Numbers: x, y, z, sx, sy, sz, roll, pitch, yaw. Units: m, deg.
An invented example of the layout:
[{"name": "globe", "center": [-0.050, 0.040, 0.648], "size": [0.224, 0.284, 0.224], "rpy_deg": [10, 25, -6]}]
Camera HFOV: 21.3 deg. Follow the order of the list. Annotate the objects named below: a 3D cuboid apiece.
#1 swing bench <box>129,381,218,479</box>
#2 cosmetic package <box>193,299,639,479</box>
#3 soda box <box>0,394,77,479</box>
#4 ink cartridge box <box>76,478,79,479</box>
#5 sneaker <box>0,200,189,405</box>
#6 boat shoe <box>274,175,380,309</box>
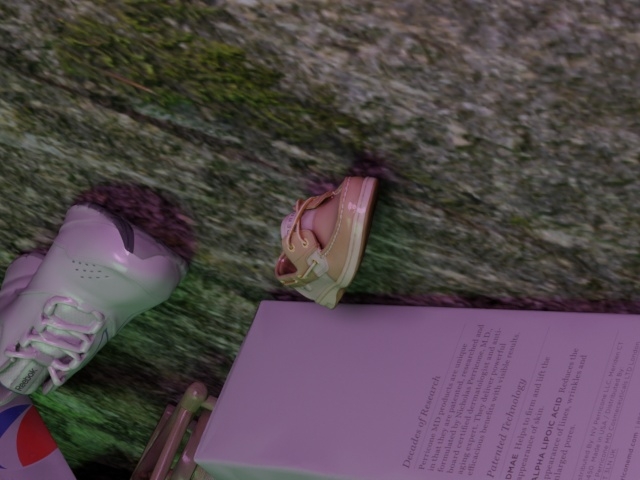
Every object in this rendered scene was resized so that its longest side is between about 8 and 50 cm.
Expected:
[{"name": "swing bench", "center": [-0.053, 0.265, 1.580], "size": [0.253, 0.165, 0.254], "rpy_deg": [26, 165, -6]}, {"name": "cosmetic package", "center": [0.126, 0.163, 1.267], "size": [0.385, 0.156, 0.217], "rpy_deg": [-2, 145, 39]}, {"name": "soda box", "center": [-0.282, 0.224, 1.583], "size": [0.286, 0.091, 0.098], "rpy_deg": [49, 158, 47]}, {"name": "ink cartridge box", "center": [-0.212, 0.415, 1.862], "size": [0.270, 0.197, 0.198], "rpy_deg": [35, 168, -11]}, {"name": "sneaker", "center": [-0.200, 0.063, 1.370], "size": [0.111, 0.129, 0.297], "rpy_deg": [33, 150, -13]}, {"name": "boat shoe", "center": [0.000, 0.000, 1.173], "size": [0.059, 0.063, 0.170], "rpy_deg": [18, 154, -2]}]
